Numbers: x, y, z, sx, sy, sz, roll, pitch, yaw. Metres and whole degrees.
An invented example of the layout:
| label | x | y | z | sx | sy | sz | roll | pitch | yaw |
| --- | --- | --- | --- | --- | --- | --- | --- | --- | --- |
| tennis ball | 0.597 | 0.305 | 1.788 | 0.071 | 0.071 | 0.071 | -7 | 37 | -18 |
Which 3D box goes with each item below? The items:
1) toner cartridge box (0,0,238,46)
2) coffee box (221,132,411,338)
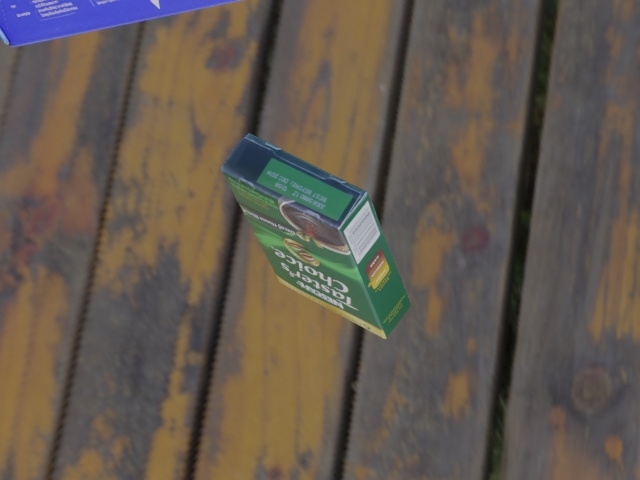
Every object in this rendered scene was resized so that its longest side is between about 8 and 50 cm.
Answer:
| label | x | y | z | sx | sy | sz | roll | pitch | yaw |
| --- | --- | --- | --- | --- | --- | --- | --- | --- | --- |
| toner cartridge box | -0.113 | -0.219 | 1.082 | 0.348 | 0.165 | 0.075 | -2 | 36 | 47 |
| coffee box | 0.000 | 0.000 | 1.376 | 0.113 | 0.184 | 0.040 | 28 | 72 | 24 |
